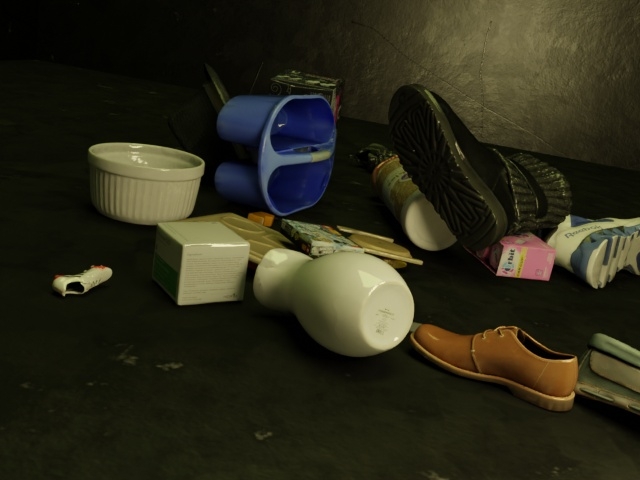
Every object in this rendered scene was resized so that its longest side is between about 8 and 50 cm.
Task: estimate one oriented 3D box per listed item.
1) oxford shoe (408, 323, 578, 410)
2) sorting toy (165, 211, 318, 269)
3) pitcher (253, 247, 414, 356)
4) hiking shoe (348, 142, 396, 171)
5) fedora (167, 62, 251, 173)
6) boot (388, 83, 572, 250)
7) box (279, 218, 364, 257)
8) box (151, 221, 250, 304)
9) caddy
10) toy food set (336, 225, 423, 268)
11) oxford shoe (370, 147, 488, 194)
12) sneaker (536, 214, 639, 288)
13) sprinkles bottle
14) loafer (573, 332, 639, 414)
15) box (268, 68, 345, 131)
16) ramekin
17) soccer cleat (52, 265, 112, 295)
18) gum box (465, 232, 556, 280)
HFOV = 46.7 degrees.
[{"bbox_3d":[0.211,0.134,0.910,0.212,0.076,0.076,16,19,26],"label":"oxford shoe"},{"bbox_3d":[-0.100,0.001,1.258,0.229,0.041,0.307,18,11,17],"label":"sorting toy"},{"bbox_3d":[0.037,0.078,0.946,0.177,0.126,0.207,17,-2,-36],"label":"pitcher"},{"bbox_3d":[0.190,-0.221,2.130,0.114,0.086,0.226,-23,28,-39],"label":"hiking shoe"},{"bbox_3d":[-0.254,-0.244,1.715,0.152,0.334,0.334,-26,22,-3],"label":"fedora"},{"bbox_3d":[0.296,-0.150,1.381,0.260,0.348,0.131,-20,-14,-39],"label":"boot"},{"bbox_3d":[0.000,0.000,1.204,0.093,0.027,0.137,8,13,-25],"label":"box"},{"bbox_3d":[-0.165,0.029,1.018,0.101,0.087,0.101,-1,19,-33],"label":"box"},{"bbox_3d":[-0.072,-0.183,1.535,0.179,0.242,0.341,10,15,24],"label":"caddy"},{"bbox_3d":[0.097,0.022,1.308,0.132,0.039,0.192,14,10,-13],"label":"toy food set"},{"bbox_3d":[0.275,-0.150,1.891,0.396,0.141,0.146,-6,-9,-32],"label":"oxford shoe"},{"bbox_3d":[0.539,-0.006,1.483,0.315,0.128,0.182,-9,26,-44],"label":"sneaker"},{"bbox_3d":[0.202,-0.085,1.569,0.121,0.121,0.355,7,16,-8],"label":"sprinkles bottle"},{"bbox_3d":[0.405,0.201,0.826,0.267,0.084,0.096,31,-5,44],"label":"loafer"},{"bbox_3d":[-0.041,-0.281,1.830,0.163,0.247,0.142,12,26,9],"label":"box"},{"bbox_3d":[-0.318,-0.102,1.342,0.207,0.109,0.207,8,16,-2],"label":"ramekin"},{"bbox_3d":[-0.306,0.054,0.963,0.083,0.029,0.035,-11,35,-44],"label":"soccer cleat"},{"bbox_3d":[0.357,0.012,1.428,0.107,0.062,0.188,6,17,-13],"label":"gum box"}]
